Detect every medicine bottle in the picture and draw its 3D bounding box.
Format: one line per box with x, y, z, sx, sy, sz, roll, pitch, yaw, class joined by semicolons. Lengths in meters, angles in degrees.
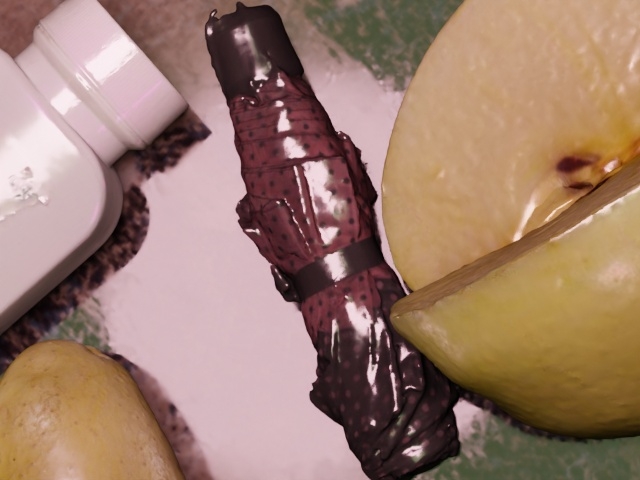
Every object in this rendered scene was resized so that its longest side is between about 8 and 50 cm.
-0.228;-0.029;1.291;0.296;0.111;0.161;-40;82;-1;medicine bottle

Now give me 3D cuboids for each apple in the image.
0.182;-0.014;1.186;0.233;0.295;0.258;34;111;-29;apple

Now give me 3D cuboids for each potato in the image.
-0.155;0.161;1.257;0.157;0.157;0.194;-3;71;4;potato

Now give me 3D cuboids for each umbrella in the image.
0.000;0.000;1.280;0.094;0.090;0.326;-24;82;5;umbrella
